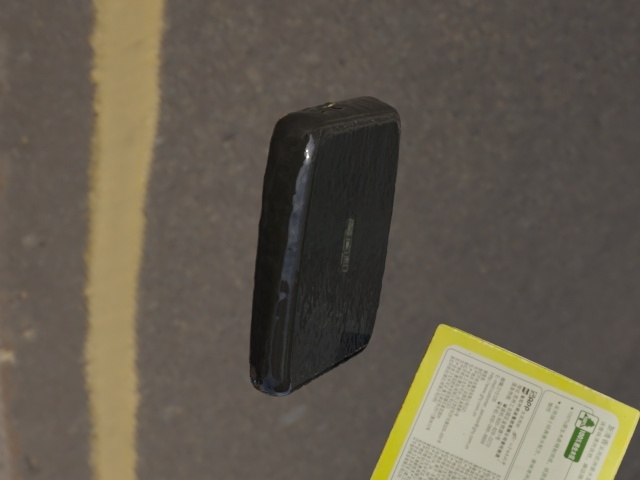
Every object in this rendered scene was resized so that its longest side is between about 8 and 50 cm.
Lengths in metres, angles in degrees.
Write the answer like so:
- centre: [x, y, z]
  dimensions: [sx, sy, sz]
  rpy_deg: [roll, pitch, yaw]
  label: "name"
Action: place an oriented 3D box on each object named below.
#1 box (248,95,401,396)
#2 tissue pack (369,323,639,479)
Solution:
- centre: [0.000, 0.000, 0.767]
  dimensions: [0.125, 0.027, 0.126]
  rpy_deg: [-20, 119, -68]
  label: "box"
- centre: [0.060, 0.135, 0.738]
  dimensions: [0.062, 0.095, 0.176]
  rpy_deg: [50, 63, -81]
  label: "tissue pack"
